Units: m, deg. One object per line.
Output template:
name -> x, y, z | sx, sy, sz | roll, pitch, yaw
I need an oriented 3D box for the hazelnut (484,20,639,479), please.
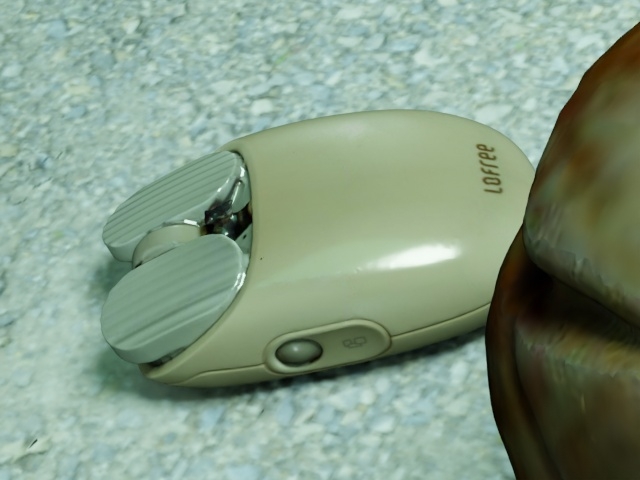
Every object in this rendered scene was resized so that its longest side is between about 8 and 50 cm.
hazelnut -> 0.253, 0.040, 0.676 | 0.409, 0.359, 0.359 | 4, 48, 33

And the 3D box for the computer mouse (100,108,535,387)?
computer mouse -> 0.000, 0.000, 1.018 | 0.236, 0.082, 0.145 | -10, 45, 8
